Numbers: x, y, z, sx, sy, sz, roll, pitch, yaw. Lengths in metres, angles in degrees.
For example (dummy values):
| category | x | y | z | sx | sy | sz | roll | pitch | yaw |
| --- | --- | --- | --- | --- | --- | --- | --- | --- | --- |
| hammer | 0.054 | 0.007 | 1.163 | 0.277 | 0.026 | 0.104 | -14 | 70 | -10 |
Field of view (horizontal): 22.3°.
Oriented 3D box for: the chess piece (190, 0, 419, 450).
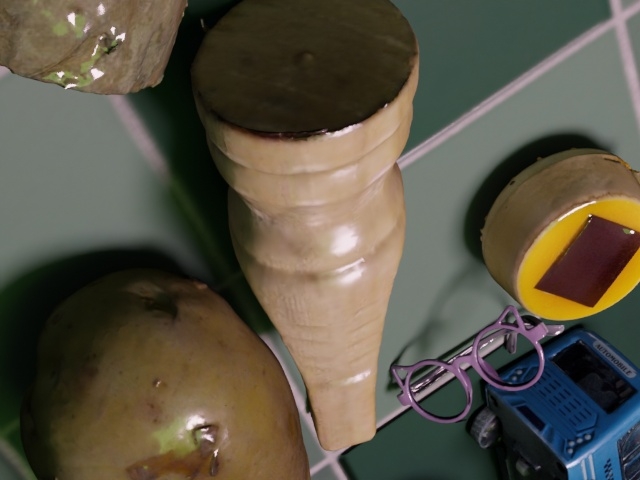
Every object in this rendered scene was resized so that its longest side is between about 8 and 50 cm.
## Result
| category | x | y | z | sx | sy | sz | roll | pitch | yaw |
| --- | --- | --- | --- | --- | --- | --- | --- | --- | --- |
| chess piece | 0.000 | 0.000 | 0.985 | 0.137 | 0.137 | 0.301 | -23 | 138 | -18 |

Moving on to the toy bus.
| category | x | y | z | sx | sy | sz | roll | pitch | yaw |
| --- | --- | --- | --- | --- | --- | --- | --- | --- | --- |
| toy bus | 0.219 | 0.194 | 1.358 | 0.134 | 0.113 | 0.246 | -35 | 140 | -14 |

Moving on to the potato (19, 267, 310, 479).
| category | x | y | z | sx | sy | sz | roll | pitch | yaw |
| --- | --- | --- | --- | --- | --- | --- | --- | --- | --- |
| potato | -0.090 | 0.130 | 1.031 | 0.165 | 0.165 | 0.262 | -33 | 136 | -6 |

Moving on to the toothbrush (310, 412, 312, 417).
| category | x | y | z | sx | sy | sz | roll | pitch | yaw |
| --- | --- | --- | --- | --- | --- | --- | --- | --- | --- |
| toothbrush | 0.015 | 0.059 | 1.146 | 0.013 | 0.019 | 0.193 | -11 | 136 | -30 |

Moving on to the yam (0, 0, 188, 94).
| category | x | y | z | sx | sy | sz | roll | pitch | yaw |
| --- | --- | --- | --- | --- | --- | --- | --- | --- | --- |
| yam | -0.107 | -0.204 | 0.688 | 0.161 | 0.161 | 0.268 | -6 | 132 | -33 |

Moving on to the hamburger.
| category | x | y | z | sx | sy | sz | roll | pitch | yaw |
| --- | --- | --- | --- | --- | --- | --- | --- | --- | --- |
| hamburger | 0.181 | -0.006 | 1.160 | 0.141 | 0.081 | 0.127 | 2 | 126 | -23 |

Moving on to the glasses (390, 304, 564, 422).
| category | x | y | z | sx | sy | sz | roll | pitch | yaw |
| --- | --- | --- | --- | --- | --- | --- | --- | --- | --- |
| glasses | 0.131 | 0.076 | 1.227 | 0.140 | 0.062 | 0.104 | -32 | -173 | 37 |
